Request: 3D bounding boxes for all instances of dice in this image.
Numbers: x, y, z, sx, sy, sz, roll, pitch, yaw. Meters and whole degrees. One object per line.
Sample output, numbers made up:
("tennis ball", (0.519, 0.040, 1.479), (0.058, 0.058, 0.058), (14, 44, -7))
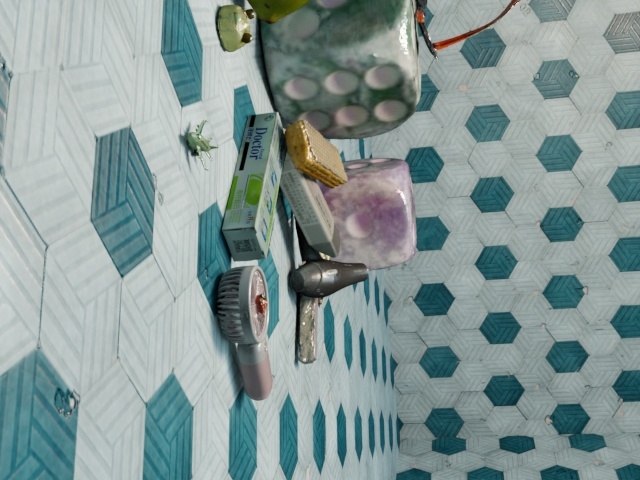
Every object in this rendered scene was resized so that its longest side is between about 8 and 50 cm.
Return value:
("dice", (0.124, -0.077, 2.238), (0.271, 0.270, 0.270), (-62, 147, -72))
("dice", (0.055, -0.452, 1.839), (0.330, 0.328, 0.348), (62, 26, -65))

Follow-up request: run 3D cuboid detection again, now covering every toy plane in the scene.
("toy plane", (-0.185, -0.148, 1.229), (0.083, 0.033, 0.080), (28, 59, -70))

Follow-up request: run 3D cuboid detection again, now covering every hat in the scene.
("hat", (-0.149, -0.383, 1.448), (0.076, 0.059, 0.077), (69, 24, -45))

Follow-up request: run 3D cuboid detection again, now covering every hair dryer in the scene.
("hair dryer", (0.000, 0.000, 1.929), (0.235, 0.091, 0.272), (-7, 76, -46))

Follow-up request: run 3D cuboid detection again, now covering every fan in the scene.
("fan", (-0.117, 0.159, 1.366), (0.130, 0.074, 0.244), (-73, 158, -64))

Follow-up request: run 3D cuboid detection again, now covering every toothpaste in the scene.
("toothpaste", (-0.117, -0.106, 1.494), (0.337, 0.067, 0.081), (-84, 165, -46))

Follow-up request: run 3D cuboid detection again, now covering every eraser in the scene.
("eraser", (-0.037, -0.106, 1.787), (0.089, 0.061, 0.352), (-83, 154, -51))

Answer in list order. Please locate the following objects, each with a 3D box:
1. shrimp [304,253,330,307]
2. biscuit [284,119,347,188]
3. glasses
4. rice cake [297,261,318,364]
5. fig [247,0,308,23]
("shrimp", (-0.015, 0.025, 2.047), (0.154, 0.062, 0.294), (-15, 98, -67))
("biscuit", (-0.005, -0.177, 1.742), (0.378, 0.054, 0.094), (17, 56, -77))
("glasses", (0.333, -0.539, 1.779), (0.234, 0.268, 0.118), (71, 0, -49))
("rice cake", (-0.029, 0.169, 1.919), (0.055, 0.049, 0.270), (96, -4, -57))
("fig", (-0.078, -0.522, 1.536), (0.203, 0.203, 0.225), (-69, 173, -67))
